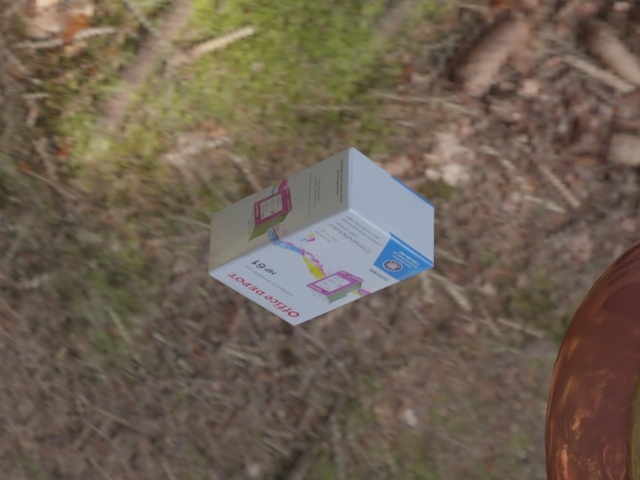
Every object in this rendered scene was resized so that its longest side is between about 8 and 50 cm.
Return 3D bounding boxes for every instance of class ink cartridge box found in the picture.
[{"bbox_3d":[0.000,0.000,1.242,0.088,0.122,0.052,33,46,-39],"label":"ink cartridge box"}]

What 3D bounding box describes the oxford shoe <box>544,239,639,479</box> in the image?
[{"bbox_3d":[0.224,0.029,0.476,0.348,0.130,0.123,-17,104,-33],"label":"oxford shoe"}]
